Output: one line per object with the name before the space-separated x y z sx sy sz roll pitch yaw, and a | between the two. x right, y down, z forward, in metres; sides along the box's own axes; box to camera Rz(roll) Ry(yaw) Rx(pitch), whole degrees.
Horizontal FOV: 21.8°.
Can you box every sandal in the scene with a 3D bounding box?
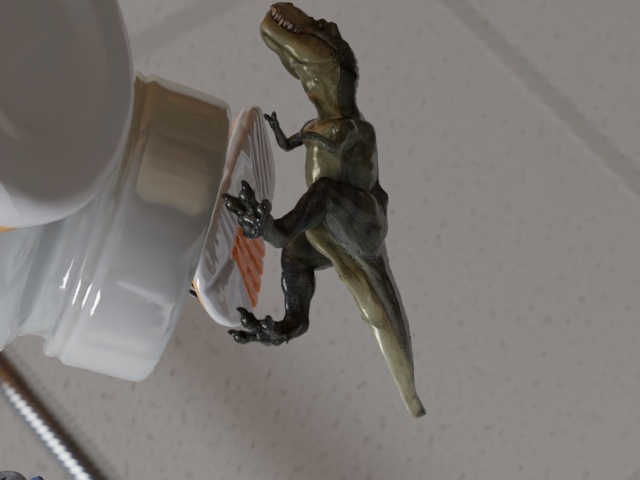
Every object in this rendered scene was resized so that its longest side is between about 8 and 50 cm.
sandal | -0.088 -0.018 1.321 0.076 0.102 0.265 -8 -151 12

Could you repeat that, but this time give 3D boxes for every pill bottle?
pill bottle | -0.268 -0.056 1.011 0.392 0.224 0.224 18 -124 -12
pill bottle | -0.235 -0.065 0.761 0.272 0.152 0.152 -8 -129 29

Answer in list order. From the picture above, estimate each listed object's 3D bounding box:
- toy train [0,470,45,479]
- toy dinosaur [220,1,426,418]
toy train | -0.128 0.194 0.850 0.080 0.184 0.105 -31 -150 -3
toy dinosaur | 0.000 0.000 0.955 0.118 0.064 0.268 -25 -72 -39
